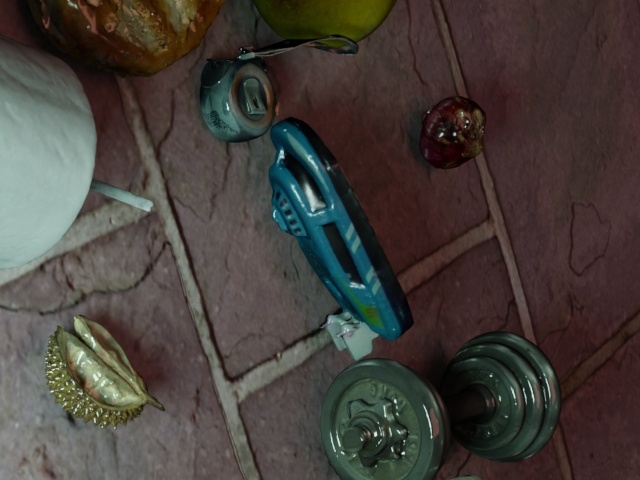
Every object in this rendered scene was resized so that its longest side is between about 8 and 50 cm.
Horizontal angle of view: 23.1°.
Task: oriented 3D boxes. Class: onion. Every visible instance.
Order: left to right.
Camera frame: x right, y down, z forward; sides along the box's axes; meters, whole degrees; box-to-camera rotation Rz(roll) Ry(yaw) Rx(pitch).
[{"bbox_3d":[0.179,-0.151,2.159,0.107,0.097,0.107,-33,145,-27],"label":"onion"}]

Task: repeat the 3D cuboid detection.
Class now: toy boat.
[{"bbox_3d":[0.000,0.000,1.887,0.092,0.134,0.299,-33,109,-15],"label":"toy boat"}]

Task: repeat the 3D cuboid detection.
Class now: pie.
[{"bbox_3d":[-0.214,-0.305,1.676,0.308,0.085,0.308,12,73,-46],"label":"pie"}]

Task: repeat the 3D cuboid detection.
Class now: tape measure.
[{"bbox_3d":[-0.046,-0.177,1.809,0.104,0.179,0.107,-14,93,-69],"label":"tape measure"}]

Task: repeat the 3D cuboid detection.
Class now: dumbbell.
[{"bbox_3d":[0.158,0.218,1.987,0.406,0.179,0.179,-6,89,-53],"label":"dumbbell"}]

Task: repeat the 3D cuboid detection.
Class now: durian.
[{"bbox_3d":[-0.226,0.145,1.586,0.140,0.071,0.110,37,38,-15],"label":"durian"}]

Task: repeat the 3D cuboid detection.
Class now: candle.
[{"bbox_3d":[-0.334,-0.089,1.379,0.342,0.221,0.221,19,69,-53],"label":"candle"}]

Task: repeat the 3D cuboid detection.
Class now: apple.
[{"bbox_3d":[0.006,-0.318,1.888,0.196,0.196,0.157,-32,138,-50],"label":"apple"}]

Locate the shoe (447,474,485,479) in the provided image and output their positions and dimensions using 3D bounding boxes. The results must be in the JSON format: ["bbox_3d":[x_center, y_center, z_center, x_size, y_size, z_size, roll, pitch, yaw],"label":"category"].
[{"bbox_3d":[0.172,0.325,1.912,0.071,0.169,0.099,39,46,14],"label":"shoe"}]
